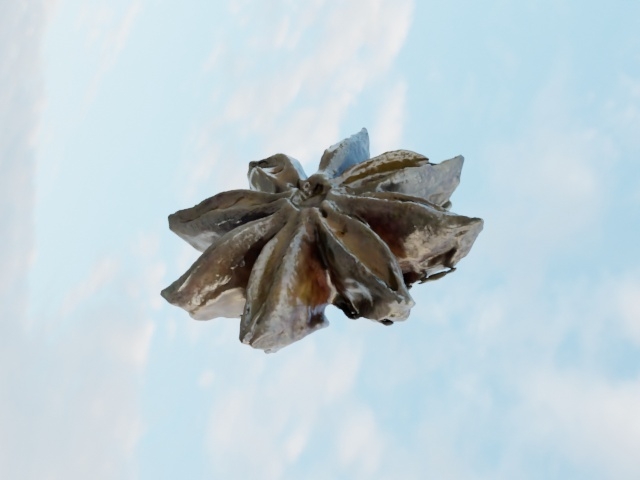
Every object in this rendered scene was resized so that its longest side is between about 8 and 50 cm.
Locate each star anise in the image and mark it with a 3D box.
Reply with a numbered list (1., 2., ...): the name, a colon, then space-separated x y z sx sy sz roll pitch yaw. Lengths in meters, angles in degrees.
1. star anise: 0.000 -0.001 1.015 0.332 0.331 0.118 -121 -163 -54
